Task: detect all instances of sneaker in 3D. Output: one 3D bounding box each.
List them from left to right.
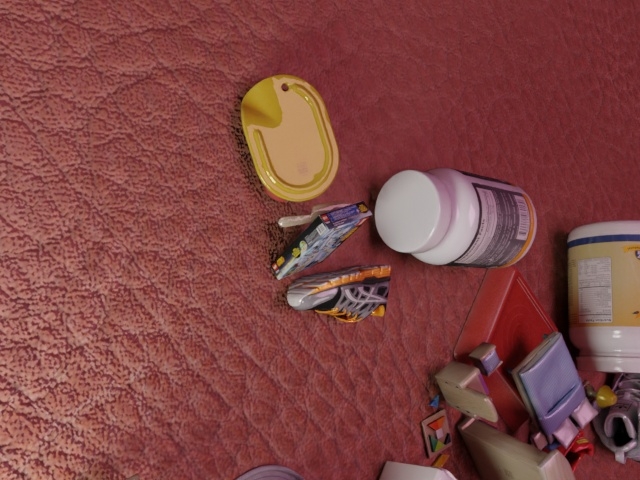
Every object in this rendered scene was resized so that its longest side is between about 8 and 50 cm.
[{"bbox_3d":[0.037,0.085,1.128,0.215,0.084,0.083,-7,95,-46],"label":"sneaker"},{"bbox_3d":[0.493,0.393,1.522,0.107,0.118,0.279,36,61,-37],"label":"sneaker"},{"bbox_3d":[0.730,0.339,1.753,0.210,0.137,0.366,9,82,-47],"label":"sneaker"}]

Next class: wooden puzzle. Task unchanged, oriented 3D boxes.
[{"bbox_3d":[0.204,0.335,1.312,0.078,0.014,0.116,-26,103,-44],"label":"wooden puzzle"}]

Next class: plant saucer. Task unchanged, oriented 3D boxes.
[{"bbox_3d":[0.380,0.198,1.484,0.259,0.048,0.258,51,53,-29],"label":"plant saucer"}]

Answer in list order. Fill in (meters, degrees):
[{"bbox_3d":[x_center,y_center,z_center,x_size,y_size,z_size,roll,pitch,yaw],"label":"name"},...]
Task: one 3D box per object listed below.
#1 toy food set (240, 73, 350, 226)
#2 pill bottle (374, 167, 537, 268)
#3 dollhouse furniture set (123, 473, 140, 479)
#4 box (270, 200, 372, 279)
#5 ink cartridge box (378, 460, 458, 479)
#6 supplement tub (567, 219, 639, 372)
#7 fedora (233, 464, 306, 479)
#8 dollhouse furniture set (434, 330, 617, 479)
[{"bbox_3d":[-0.046,-0.124,1.087,0.128,0.071,0.218,-19,97,-21],"label":"toy food set"},{"bbox_3d":[0.230,-0.037,1.281,0.278,0.162,0.162,5,81,-44],"label":"pill bottle"},{"bbox_3d":[-0.180,0.421,0.762,0.135,0.262,0.259,-15,127,-43],"label":"dollhouse furniture set"},{"bbox_3d":[0.000,0.000,1.062,0.094,0.137,0.027,-19,72,-45],"label":"box"},{"bbox_3d":[0.144,0.514,1.156,0.207,0.117,0.283,49,54,-30],"label":"ink cartridge box"},{"bbox_3d":[0.654,0.128,1.641,0.228,0.228,0.316,11,77,-44],"label":"supplement tub"},{"bbox_3d":[-0.033,0.440,0.981,0.243,0.124,0.275,-14,95,-46],"label":"fedora"},{"bbox_3d":[0.414,0.280,1.336,0.303,0.198,0.286,-36,114,-23],"label":"dollhouse furniture set"}]
